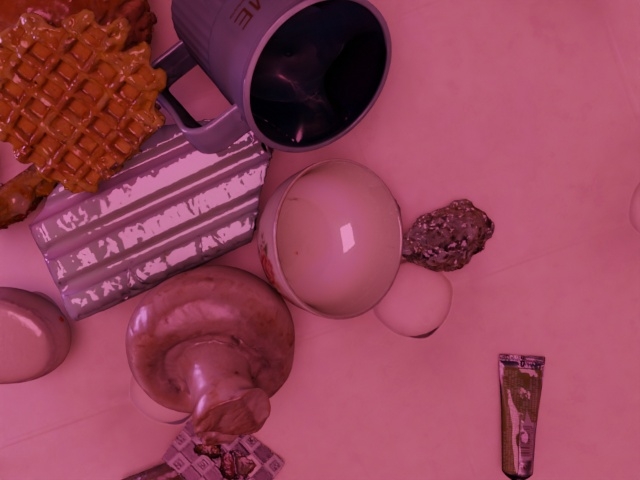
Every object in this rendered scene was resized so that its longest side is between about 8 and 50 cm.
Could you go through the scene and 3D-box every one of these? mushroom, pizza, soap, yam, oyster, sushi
[{"bbox_3d":[-0.184,0.199,1.274,0.297,0.290,0.297,-4,123,-6],"label":"mushroom"},{"bbox_3d":[-0.514,-0.090,1.332,0.288,0.280,0.075,-37,106,-6],"label":"pizza"},{"bbox_3d":[-0.283,-0.065,1.351,0.446,0.156,0.261,-26,88,4],"label":"soap"},{"bbox_3d":[-0.320,0.460,1.427,0.132,0.054,0.054,-22,91,3],"label":"yam"},{"bbox_3d":[0.228,-0.002,1.372,0.177,0.064,0.125,-38,85,4],"label":"oyster"},{"bbox_3d":[-0.187,0.416,1.427,0.201,0.031,0.139,38,74,3],"label":"sushi"}]

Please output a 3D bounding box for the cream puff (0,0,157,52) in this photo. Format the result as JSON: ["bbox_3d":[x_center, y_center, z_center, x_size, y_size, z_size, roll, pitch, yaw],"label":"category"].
[{"bbox_3d":[-0.452,-0.372,1.302,0.327,0.343,0.231,18,134,22],"label":"cream puff"}]

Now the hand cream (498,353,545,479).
[{"bbox_3d":[0.370,0.330,1.387,0.086,0.055,0.235,3,85,1],"label":"hand cream"}]

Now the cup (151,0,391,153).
[{"bbox_3d":[-0.093,-0.306,1.232,0.311,0.257,0.331,50,117,39],"label":"cup"}]

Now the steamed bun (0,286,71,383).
[{"bbox_3d":[-0.573,0.171,1.391,0.228,0.131,0.177,3,103,2],"label":"steamed bun"}]

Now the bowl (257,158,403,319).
[{"bbox_3d":[0.000,0.000,1.318,0.277,0.145,0.277,3,86,-37],"label":"bowl"}]

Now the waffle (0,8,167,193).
[{"bbox_3d":[-0.380,-0.211,1.171,0.312,0.060,0.307,-7,126,13],"label":"waffle"}]
